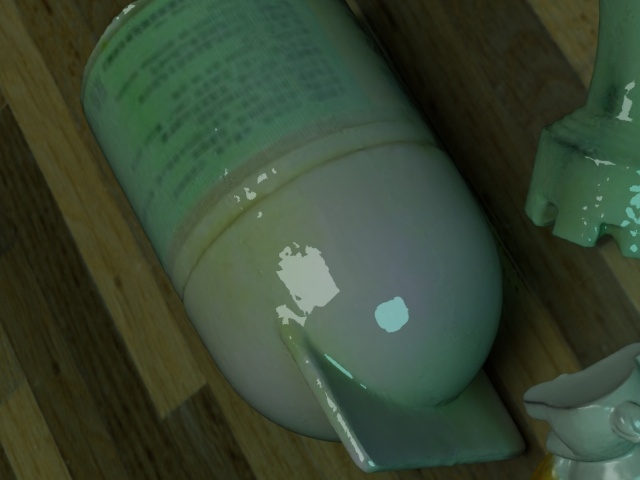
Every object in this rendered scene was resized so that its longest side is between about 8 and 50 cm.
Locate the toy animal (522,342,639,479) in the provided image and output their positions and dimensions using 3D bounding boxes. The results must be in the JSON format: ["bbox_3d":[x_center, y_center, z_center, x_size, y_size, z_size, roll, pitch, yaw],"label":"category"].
[{"bbox_3d":[0.216,0.181,1.113,0.131,0.127,0.181,-27,111,-1],"label":"toy animal"}]

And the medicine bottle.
[{"bbox_3d":[0.000,0.000,1.198,0.236,0.236,0.406,-42,64,24],"label":"medicine bottle"}]

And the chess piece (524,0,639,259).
[{"bbox_3d":[0.233,-0.144,1.094,0.195,0.195,0.299,22,108,34],"label":"chess piece"}]
